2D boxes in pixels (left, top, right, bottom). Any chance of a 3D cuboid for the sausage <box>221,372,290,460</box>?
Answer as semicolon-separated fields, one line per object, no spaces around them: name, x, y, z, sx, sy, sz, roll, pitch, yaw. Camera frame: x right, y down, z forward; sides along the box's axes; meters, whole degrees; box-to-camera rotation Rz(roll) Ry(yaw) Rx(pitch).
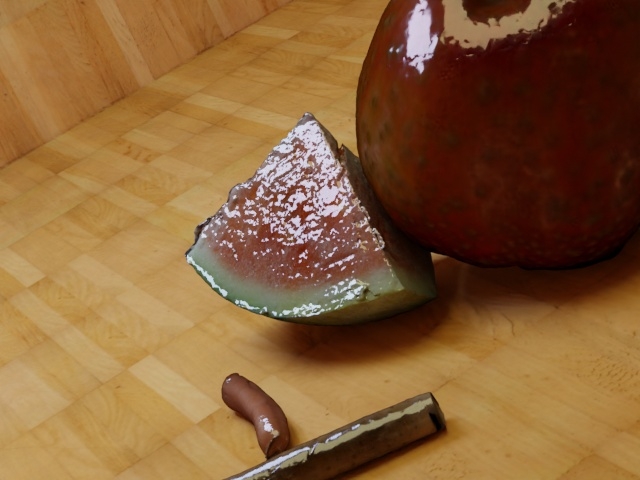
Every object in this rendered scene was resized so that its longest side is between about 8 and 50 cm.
sausage;-0.070;0.188;1.678;0.047;0.040;0.177;-29;23;-11

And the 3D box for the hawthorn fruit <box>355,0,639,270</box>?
hawthorn fruit;0.218;-0.172;1.691;0.403;0.403;0.403;-22;22;9

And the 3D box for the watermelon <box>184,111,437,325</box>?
watermelon;0.000;0.000;1.795;0.310;0.193;0.231;-9;49;51

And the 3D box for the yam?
yam;-0.002;0.218;1.526;0.264;0.046;0.046;-23;21;2
